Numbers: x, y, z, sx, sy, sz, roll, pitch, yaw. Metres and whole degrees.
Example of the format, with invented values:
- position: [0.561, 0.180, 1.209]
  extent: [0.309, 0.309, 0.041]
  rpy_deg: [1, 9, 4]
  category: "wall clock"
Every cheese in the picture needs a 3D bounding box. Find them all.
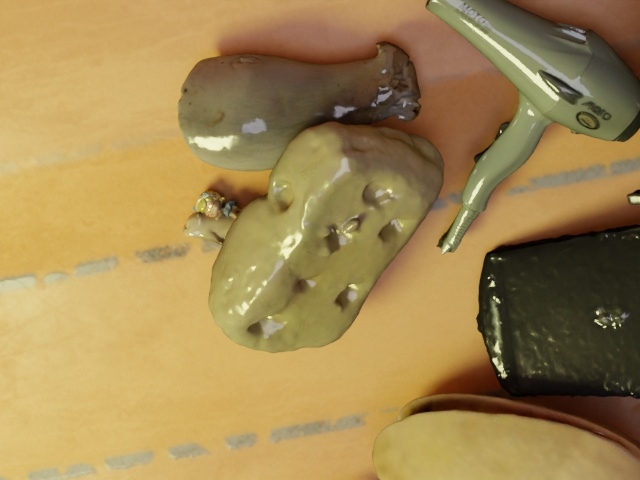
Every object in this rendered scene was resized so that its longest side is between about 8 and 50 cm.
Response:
- position: [0.001, 0.001, 1.513]
  extent: [0.159, 0.093, 0.263]
  rpy_deg: [12, 126, -37]
  category: "cheese"

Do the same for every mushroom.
- position: [-0.018, -0.127, 1.497]
  extent: [0.225, 0.093, 0.116]
  rpy_deg: [-4, 91, 9]
  category: "mushroom"

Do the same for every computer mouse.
- position: [0.301, 0.068, 1.555]
  extent: [0.295, 0.087, 0.168]
  rpy_deg: [-6, 94, 25]
  category: "computer mouse"

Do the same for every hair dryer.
- position: [0.148, -0.133, 1.497]
  extent: [0.267, 0.092, 0.229]
  rpy_deg: [-35, 105, 23]
  category: "hair dryer"

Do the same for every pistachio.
- position: [0.205, 0.247, 1.563]
  extent: [0.318, 0.193, 0.213]
  rpy_deg: [19, 128, 17]
  category: "pistachio"

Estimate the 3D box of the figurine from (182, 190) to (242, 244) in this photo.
- position: [-0.095, -0.023, 1.572]
  extent: [0.083, 0.047, 0.050]
  rpy_deg: [10, 97, 6]
  category: "figurine"

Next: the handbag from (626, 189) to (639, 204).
- position: [0.368, -0.183, 1.388]
  extent: [0.275, 0.178, 0.301]
  rpy_deg: [-10, 117, -28]
  category: "handbag"
